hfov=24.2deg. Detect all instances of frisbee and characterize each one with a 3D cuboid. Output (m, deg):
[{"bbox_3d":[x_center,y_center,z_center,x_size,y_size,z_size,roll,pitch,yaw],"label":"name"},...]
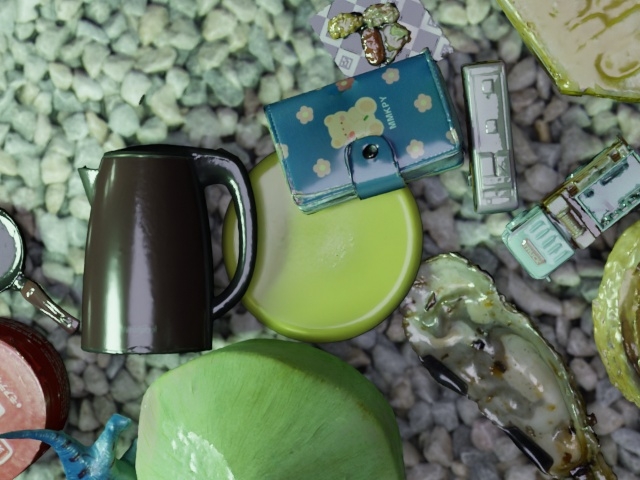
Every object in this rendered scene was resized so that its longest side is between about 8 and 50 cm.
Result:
[{"bbox_3d":[0.000,0.000,1.698,0.236,0.017,0.236,0,88,11],"label":"frisbee"}]

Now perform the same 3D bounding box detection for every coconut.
[{"bbox_3d":[-0.053,0.246,1.588,0.281,0.328,0.328,-27,92,10],"label":"coconut"}]

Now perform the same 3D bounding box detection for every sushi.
[{"bbox_3d":[0.067,-0.231,1.683,0.120,0.026,0.126,-35,92,7],"label":"sushi"}]

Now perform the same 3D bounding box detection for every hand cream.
[{"bbox_3d":[-0.389,0.185,1.717,0.193,0.125,0.193,1,95,7],"label":"hand cream"}]

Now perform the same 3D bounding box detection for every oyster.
[{"bbox_3d":[0.214,0.158,1.681,0.128,0.078,0.345,-41,83,8],"label":"oyster"}]

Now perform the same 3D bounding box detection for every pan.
[{"bbox_3d":[-0.359,0.039,1.741,0.212,0.040,0.115,35,97,9],"label":"pan"}]

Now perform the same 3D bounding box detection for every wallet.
[{"bbox_3d":[0.051,-0.118,1.654,0.202,0.059,0.141,-19,81,6],"label":"wallet"}]

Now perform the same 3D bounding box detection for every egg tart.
[{"bbox_3d":[0.432,0.060,1.637,0.290,0.107,0.291,1,99,3],"label":"egg tart"}]

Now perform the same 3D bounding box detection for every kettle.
[{"bbox_3d":[-0.172,0.008,1.672,0.202,0.144,0.232,1,91,3],"label":"kettle"}]

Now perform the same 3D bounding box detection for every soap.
[{"bbox_3d":[0.299,-0.250,1.632,0.160,0.080,0.257,-36,90,8],"label":"soap"}]

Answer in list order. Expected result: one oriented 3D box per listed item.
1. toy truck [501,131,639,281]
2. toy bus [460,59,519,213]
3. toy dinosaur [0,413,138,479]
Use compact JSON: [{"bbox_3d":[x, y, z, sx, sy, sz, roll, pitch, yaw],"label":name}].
[{"bbox_3d":[0.284,-0.030,1.636,0.177,0.115,0.080,-39,91,9],"label":"toy truck"},{"bbox_3d":[0.188,-0.113,1.660,0.057,0.072,0.172,-6,95,2],"label":"toy bus"},{"bbox_3d":[-0.232,0.267,1.709,0.144,0.076,0.329,-53,131,-25],"label":"toy dinosaur"}]
